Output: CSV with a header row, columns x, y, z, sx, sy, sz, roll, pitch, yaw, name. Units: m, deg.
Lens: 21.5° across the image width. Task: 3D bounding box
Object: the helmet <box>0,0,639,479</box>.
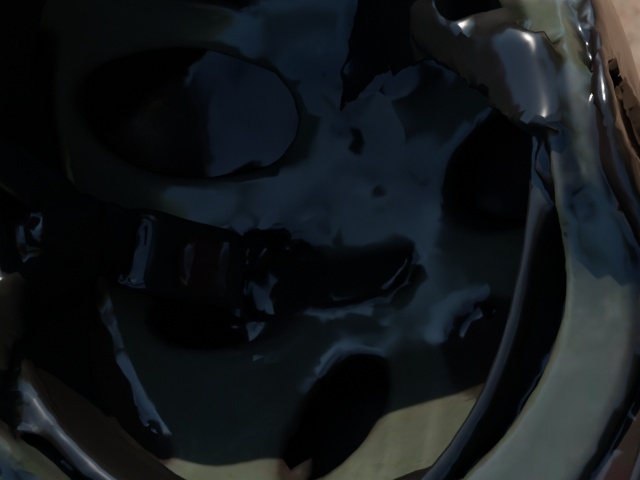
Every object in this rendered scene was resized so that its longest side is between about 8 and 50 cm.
x,y,z,sx,sy,sz,roll,pitch,yaw,name
0.000,0.000,0.527,0.225,0.177,0.305,-20,76,18,helmet
